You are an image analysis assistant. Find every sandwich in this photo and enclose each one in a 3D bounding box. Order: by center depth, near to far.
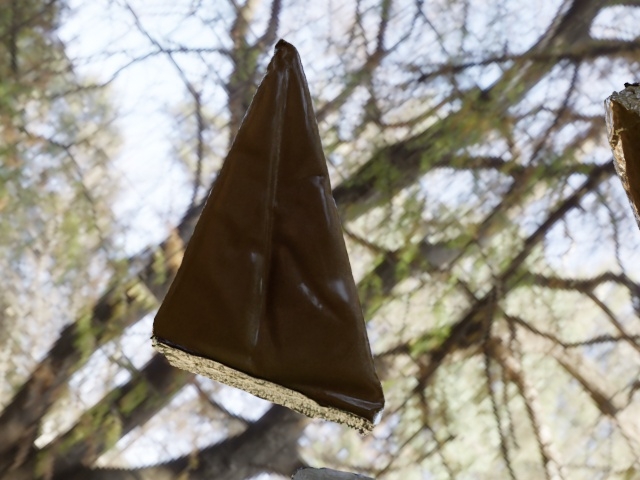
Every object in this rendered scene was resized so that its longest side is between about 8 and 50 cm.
[{"bbox_3d":[0.000,0.000,0.561,0.113,0.163,0.079,22,-14,1],"label":"sandwich"}]

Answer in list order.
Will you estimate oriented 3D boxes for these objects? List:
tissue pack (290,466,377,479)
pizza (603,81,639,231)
[{"bbox_3d":[0.013,0.321,1.280,0.103,0.090,0.170,11,-30,6],"label":"tissue pack"},{"bbox_3d":[0.344,-0.022,0.855,0.365,0.182,0.074,40,14,-31],"label":"pizza"}]
